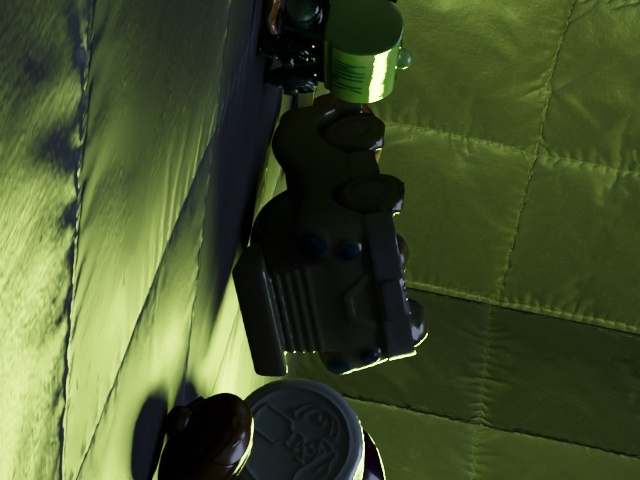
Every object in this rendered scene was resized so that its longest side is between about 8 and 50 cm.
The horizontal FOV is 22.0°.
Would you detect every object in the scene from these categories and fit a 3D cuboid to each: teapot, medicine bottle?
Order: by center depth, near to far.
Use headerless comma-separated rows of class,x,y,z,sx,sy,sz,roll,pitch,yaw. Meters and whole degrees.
teapot,-0.117,0.192,1.542,0.098,0.078,0.129,-19,-148,46
medicine bottle,-0.028,0.303,2.122,0.395,0.242,0.242,96,6,-63

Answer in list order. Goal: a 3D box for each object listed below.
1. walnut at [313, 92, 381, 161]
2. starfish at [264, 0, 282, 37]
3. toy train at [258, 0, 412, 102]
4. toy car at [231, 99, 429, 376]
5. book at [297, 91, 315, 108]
walnut,0.020,-0.135,2.431,0.144,0.144,0.180,-35,145,-87
starfish,0.013,-0.394,1.613,0.293,0.084,0.301,-73,170,-52
toy train,0.022,-0.211,1.773,0.253,0.157,0.105,86,16,-81
toy car,0.000,0.000,2.070,0.336,0.226,0.242,-104,-178,-57
book,0.019,-0.396,2.353,0.269,0.032,0.389,98,3,-54
